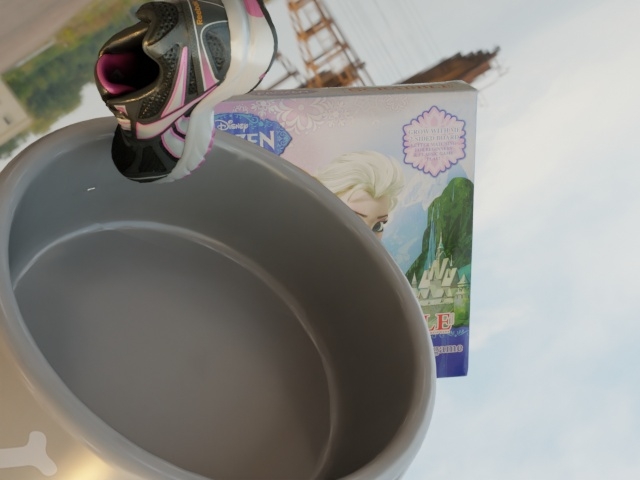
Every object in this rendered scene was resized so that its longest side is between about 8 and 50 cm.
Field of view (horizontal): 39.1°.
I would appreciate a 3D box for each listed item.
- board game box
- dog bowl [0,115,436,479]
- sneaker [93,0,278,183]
[{"bbox_3d":[0.000,0.000,0.945,0.318,0.318,0.066,-4,-162,-6],"label":"board game box"},{"bbox_3d":[-0.077,0.058,0.586,0.102,0.348,0.349,-54,-176,36],"label":"dog bowl"},{"bbox_3d":[-0.099,-0.091,0.524,0.077,0.072,0.178,-6,157,-32],"label":"sneaker"}]
